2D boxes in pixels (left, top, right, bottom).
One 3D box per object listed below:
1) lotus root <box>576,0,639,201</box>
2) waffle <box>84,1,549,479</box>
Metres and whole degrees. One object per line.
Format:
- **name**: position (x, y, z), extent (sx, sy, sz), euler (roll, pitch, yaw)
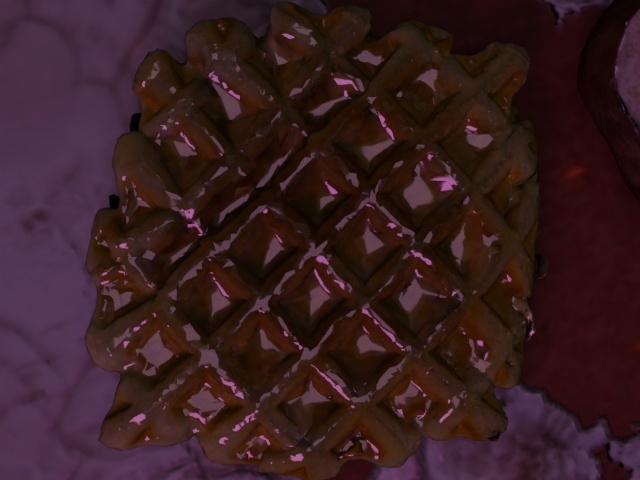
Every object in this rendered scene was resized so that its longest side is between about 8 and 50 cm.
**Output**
- **lotus root**: position (0.179, -0.066, 0.650), extent (0.112, 0.081, 0.122), euler (-30, 92, -4)
- **waffle**: position (0.000, 0.000, 0.654), extent (0.207, 0.054, 0.214), euler (1, 86, 0)
